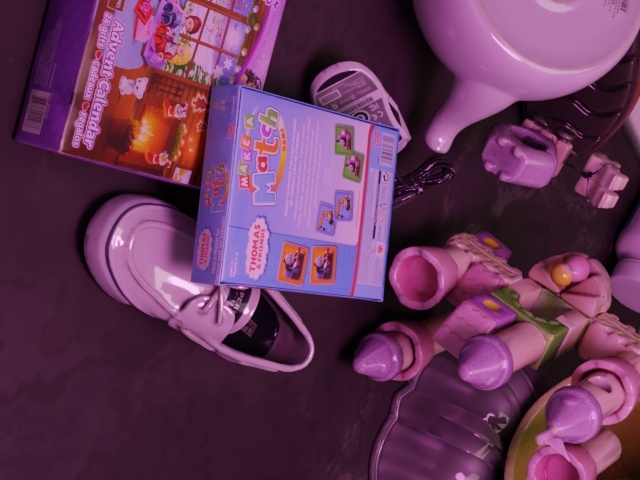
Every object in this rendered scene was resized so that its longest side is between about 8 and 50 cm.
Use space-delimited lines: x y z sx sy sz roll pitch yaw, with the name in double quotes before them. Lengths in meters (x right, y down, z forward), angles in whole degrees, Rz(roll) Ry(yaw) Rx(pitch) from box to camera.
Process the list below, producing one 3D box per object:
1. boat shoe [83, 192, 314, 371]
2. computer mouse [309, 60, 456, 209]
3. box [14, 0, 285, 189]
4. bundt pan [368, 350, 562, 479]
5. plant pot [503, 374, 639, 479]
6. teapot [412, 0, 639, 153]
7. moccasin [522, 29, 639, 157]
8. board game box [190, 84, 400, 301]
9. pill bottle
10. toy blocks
"boat shoe" -0.094 0.048 1.084 0.096 0.088 0.267 -61 141 -17
"computer mouse" 0.051 -0.109 1.230 0.106 0.042 0.193 -25 130 10
"box" -0.113 -0.195 0.998 0.201 0.057 0.293 12 93 -53
"bundt pan" 0.198 0.275 1.507 0.331 0.124 0.331 -21 118 -47
"plant pot" 0.364 0.317 1.444 0.276 0.276 0.254 -58 151 -20
"teapot" 0.187 -0.256 1.263 0.256 0.187 0.252 -29 99 -22
"moccasin" 0.317 -0.261 1.424 0.147 0.139 0.380 -55 154 -48
"board game box" -0.015 -0.034 1.073 0.211 0.039 0.160 9 86 -50
"pill bottle" 0.491 -0.008 1.773 0.221 0.124 0.124 -56 139 -21
"toy blocks" 0.193 0.078 1.243 0.260 0.288 0.309 -14 134 -53
